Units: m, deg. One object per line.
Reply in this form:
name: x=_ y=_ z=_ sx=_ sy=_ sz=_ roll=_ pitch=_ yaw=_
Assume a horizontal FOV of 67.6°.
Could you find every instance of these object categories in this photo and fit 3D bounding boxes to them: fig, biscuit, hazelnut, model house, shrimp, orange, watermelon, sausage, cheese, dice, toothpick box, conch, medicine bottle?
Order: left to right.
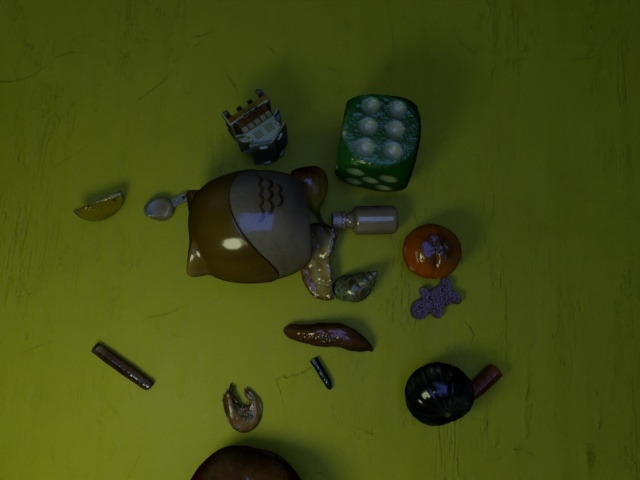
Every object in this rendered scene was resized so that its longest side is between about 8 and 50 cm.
watermelon: x=-0.834 y=-0.120 z=1.829 sx=0.182 sy=0.092 sz=0.075 roll=-25 pitch=97 yaw=-15
cheese: x=-0.599 y=-0.128 z=1.862 sx=0.171 sy=0.047 sz=0.092 roll=-8 pitch=83 yaw=-5
shrimp: x=-0.293 y=0.616 z=1.775 sx=0.133 sy=0.052 sz=0.187 roll=-26 pitch=89 yaw=-26
hazelnut: x=-0.246 y=0.877 z=1.603 sx=0.410 sy=0.359 sz=0.358 roll=18 pitch=81 yaw=-5
toothpick box: x=-0.258 y=-0.044 z=1.698 sx=0.426 sy=0.409 sz=0.408 roll=-6 pitch=82 yaw=-6
model house: x=-0.235 y=-0.423 z=1.838 sx=0.198 sy=0.224 sz=0.215 roll=-37 pitch=85 yaw=-8
fig: x=-0.024 y=-0.169 z=1.870 sx=0.159 sy=0.159 sz=0.257 roll=-25 pitch=104 yaw=-6
biscuit: x=-0.011 y=0.079 z=1.849 sx=0.154 sy=0.045 sz=0.298 roll=4 pitch=90 yaw=20
conch: x=0.130 y=0.179 z=1.834 sx=0.173 sy=0.106 sz=0.116 roll=4 pitch=62 yaw=11
medicine bottle: x=0.170 y=-0.079 z=1.865 sx=0.253 sy=0.114 sz=0.114 roll=-2 pitch=82 yaw=-4
dice: x=0.214 y=-0.366 z=1.819 sx=0.287 sy=0.300 sz=0.296 roll=10 pitch=81 yaw=0
orange: x=0.428 y=0.043 z=1.834 sx=0.224 sy=0.170 sz=0.223 roll=1 pitch=80 yaw=-3
biscuit: x=0.440 y=0.237 z=1.875 sx=0.205 sy=0.031 sz=0.138 roll=-33 pitch=84 yaw=-8
sausage: x=0.613 y=0.548 z=1.823 sx=0.169 sy=0.065 sz=0.065 roll=-40 pitch=86 yaw=-7

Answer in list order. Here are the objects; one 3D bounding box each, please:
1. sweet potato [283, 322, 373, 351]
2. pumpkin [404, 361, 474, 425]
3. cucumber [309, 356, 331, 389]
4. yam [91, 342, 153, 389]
sweet potato: x=0.037 y=0.356 z=1.802 sx=0.355 sy=0.106 sz=0.095 roll=11 pitch=47 yaw=-2
pumpkin: x=0.433 y=0.555 z=1.750 sx=0.250 sy=0.216 sz=0.249 roll=2 pitch=112 yaw=5
cucumber: x=0.007 y=0.506 z=1.810 sx=0.032 sy=0.032 sz=0.133 roll=-31 pitch=83 yaw=-7
yam: x=-0.731 y=0.469 z=1.766 sx=0.264 sy=0.046 sz=0.046 roll=35 pitch=81 yaw=3
